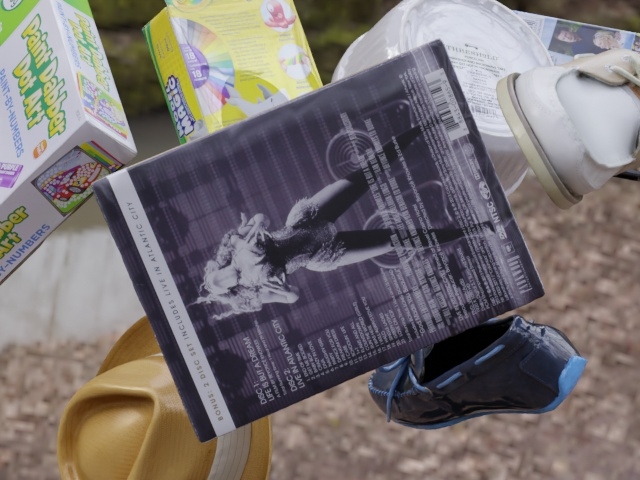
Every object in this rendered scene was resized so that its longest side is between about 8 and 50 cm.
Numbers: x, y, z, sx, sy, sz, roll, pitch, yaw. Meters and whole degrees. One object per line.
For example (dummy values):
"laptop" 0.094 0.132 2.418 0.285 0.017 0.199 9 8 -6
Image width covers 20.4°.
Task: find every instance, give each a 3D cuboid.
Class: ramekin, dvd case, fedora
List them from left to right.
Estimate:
"fedora" -0.119 0.136 1.207 0.194 0.194 0.079 33 20 37
"dvd case" 0.000 0.000 1.036 0.221 0.165 0.018 -23 4 -6
"ramekin" 0.123 -0.135 1.644 0.207 0.109 0.207 14 55 -21
"dvd case" 0.327 -0.164 2.084 0.253 0.180 0.022 11 -17 4

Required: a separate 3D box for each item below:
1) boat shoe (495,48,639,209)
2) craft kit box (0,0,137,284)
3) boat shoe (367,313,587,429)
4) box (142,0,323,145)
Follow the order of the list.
"boat shoe" 0.215 -0.100 1.368 0.103 0.113 0.302 -27 1 19
"craft kit box" -0.258 -0.068 1.328 0.061 0.246 0.250 37 19 -39
"boat shoe" 0.118 0.092 1.493 0.089 0.258 0.109 43 57 -19
"box" -0.050 -0.094 1.186 0.105 0.179 0.043 -12 -10 -36
